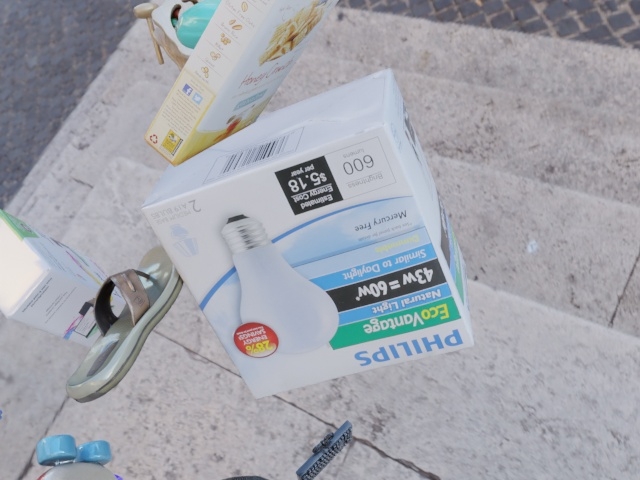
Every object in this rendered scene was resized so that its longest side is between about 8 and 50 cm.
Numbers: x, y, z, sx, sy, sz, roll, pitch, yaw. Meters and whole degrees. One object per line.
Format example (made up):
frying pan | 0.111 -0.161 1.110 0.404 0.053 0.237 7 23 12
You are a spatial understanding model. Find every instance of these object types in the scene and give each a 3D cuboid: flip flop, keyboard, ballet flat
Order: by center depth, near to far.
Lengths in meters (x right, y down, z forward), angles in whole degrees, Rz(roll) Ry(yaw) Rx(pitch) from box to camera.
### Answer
flip flop | -0.270 0.093 0.976 0.112 0.080 0.277 -24 28 36
ballet flat | -0.114 -0.355 1.180 0.247 0.083 0.087 -21 35 -39
keyboard | 0.012 0.498 1.692 0.023 0.108 0.180 29 54 33

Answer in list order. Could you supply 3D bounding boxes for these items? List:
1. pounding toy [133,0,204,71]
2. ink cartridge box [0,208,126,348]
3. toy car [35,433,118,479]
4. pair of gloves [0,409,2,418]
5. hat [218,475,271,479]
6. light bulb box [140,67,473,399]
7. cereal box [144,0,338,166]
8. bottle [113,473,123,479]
pounding toy | -0.324 -0.500 1.766 0.154 0.155 0.269 -32 71 -23
ink cartridge box | -0.495 0.085 1.353 0.201 0.278 0.117 38 86 30
toy car | -0.531 0.525 1.397 0.238 0.210 0.219 -24 63 14
pair of gloves | -0.816 0.377 1.706 0.159 0.023 0.198 51 135 5
hat | -0.132 0.397 0.951 0.331 0.331 0.134 -37 63 5
light bulb box | 0.000 0.000 1.060 0.358 0.361 0.225 -18 27 18
cereal box | -0.053 -0.188 0.669 0.047 0.173 0.240 42 124 2
bottle | -0.560 0.715 1.755 0.092 0.118 0.283 11 80 10
